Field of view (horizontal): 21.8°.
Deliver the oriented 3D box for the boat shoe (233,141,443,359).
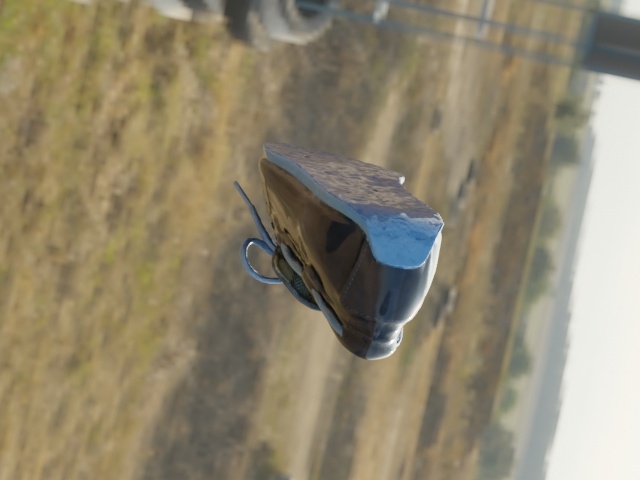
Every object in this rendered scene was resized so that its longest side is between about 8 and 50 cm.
[{"bbox_3d":[0.000,0.000,0.959,0.258,0.109,0.089,-106,-152,-78],"label":"boat shoe"}]
